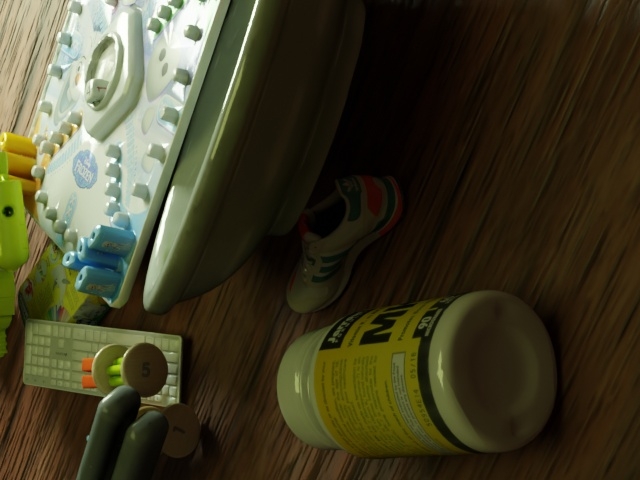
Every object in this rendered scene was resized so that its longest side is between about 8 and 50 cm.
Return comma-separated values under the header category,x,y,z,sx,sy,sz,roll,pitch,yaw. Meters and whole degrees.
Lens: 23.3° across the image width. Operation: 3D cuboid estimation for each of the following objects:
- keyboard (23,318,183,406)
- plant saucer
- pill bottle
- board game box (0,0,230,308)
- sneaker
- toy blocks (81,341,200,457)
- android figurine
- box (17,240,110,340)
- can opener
category,x,y,z,sx,sy,sz,roll,pitch,yaw
keyboard,-0.229,0.125,1.609,0.256,0.014,0.072,3,96,43
plant saucer,-0.044,-0.117,1.305,0.400,0.101,0.400,-162,90,-82
pill bottle,0.067,0.106,1.180,0.208,0.119,0.119,-13,73,50
board game box,-0.226,-0.176,1.608,0.390,0.050,0.390,37,110,58
sneaker,0.000,0.000,1.321,0.161,0.075,0.057,-50,48,35
toy blocks,-0.198,0.160,1.529,0.148,0.054,0.123,-11,111,48
android figurine,-0.375,-0.007,1.709,0.248,0.056,0.272,173,92,-65
box,-0.274,0.054,1.696,0.179,0.043,0.105,-47,50,34
can opener,-0.213,0.250,1.506,0.074,0.093,0.280,39,135,13
